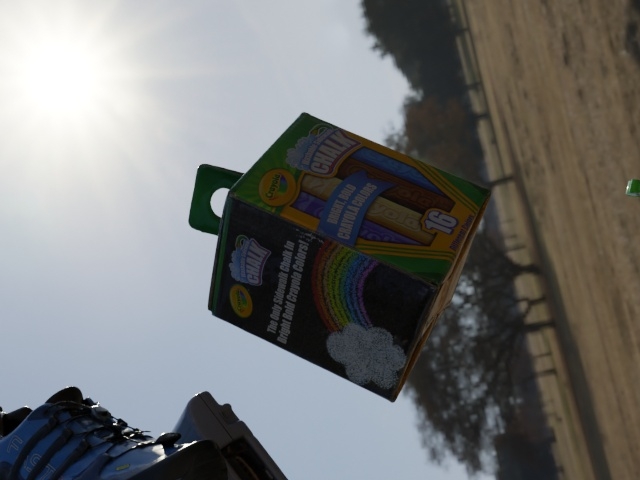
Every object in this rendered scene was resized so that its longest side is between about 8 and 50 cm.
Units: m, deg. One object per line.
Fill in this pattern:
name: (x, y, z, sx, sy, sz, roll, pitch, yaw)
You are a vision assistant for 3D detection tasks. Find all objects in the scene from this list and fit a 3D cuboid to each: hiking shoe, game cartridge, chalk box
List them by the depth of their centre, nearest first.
hiking shoe: (-0.217, 0.197, 0.935, 0.113, 0.304, 0.132, 3, -105, -56)
game cartridge: (-0.059, 0.308, 0.970, 0.062, 0.198, 0.297, -22, -117, -45)
chalk box: (0.000, 0.000, 1.080, 0.179, 0.289, 0.180, -52, -17, -47)

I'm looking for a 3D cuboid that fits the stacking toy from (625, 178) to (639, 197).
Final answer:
stacking toy: (0.443, -0.125, 1.148, 0.221, 0.052, 0.167, 5, 80, 61)
